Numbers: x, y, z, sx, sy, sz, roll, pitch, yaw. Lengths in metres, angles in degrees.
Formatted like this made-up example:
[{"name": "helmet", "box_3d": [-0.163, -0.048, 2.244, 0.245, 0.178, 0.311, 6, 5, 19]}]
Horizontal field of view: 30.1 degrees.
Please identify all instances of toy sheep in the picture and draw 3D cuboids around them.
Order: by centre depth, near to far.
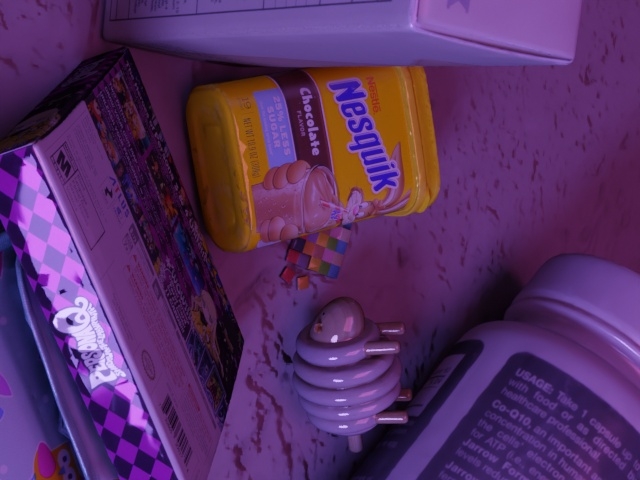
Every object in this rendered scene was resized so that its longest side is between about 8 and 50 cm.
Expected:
[{"name": "toy sheep", "box_3d": [0.022, 0.103, 0.895, 0.091, 0.091, 0.132, -20, 113, -33]}]

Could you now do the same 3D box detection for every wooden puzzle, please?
[{"name": "wooden puzzle", "box_3d": [0.000, 0.000, 0.913, 0.049, 0.006, 0.083, 21, 83, -36]}]

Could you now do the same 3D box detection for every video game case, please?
[{"name": "video game case", "box_3d": [-0.114, 0.017, 0.727, 0.042, 0.210, 0.232, -15, 111, 11]}]

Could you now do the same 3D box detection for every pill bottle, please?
[{"name": "pill bottle", "box_3d": [0.145, 0.194, 0.923, 0.361, 0.204, 0.204, -49, 121, -20]}]

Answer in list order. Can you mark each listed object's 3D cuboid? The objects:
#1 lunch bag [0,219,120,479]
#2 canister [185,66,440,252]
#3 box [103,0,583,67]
[{"name": "lunch bag", "box_3d": [-0.204, 0.112, 0.690, 0.262, 0.160, 0.223, -32, 108, -42]}, {"name": "canister", "box_3d": [-0.004, -0.066, 0.857, 0.170, 0.073, 0.126, -15, 101, -34]}, {"name": "box", "box_3d": [0.002, -0.179, 0.701, 0.121, 0.311, 0.148, 5, 95, -39]}]
